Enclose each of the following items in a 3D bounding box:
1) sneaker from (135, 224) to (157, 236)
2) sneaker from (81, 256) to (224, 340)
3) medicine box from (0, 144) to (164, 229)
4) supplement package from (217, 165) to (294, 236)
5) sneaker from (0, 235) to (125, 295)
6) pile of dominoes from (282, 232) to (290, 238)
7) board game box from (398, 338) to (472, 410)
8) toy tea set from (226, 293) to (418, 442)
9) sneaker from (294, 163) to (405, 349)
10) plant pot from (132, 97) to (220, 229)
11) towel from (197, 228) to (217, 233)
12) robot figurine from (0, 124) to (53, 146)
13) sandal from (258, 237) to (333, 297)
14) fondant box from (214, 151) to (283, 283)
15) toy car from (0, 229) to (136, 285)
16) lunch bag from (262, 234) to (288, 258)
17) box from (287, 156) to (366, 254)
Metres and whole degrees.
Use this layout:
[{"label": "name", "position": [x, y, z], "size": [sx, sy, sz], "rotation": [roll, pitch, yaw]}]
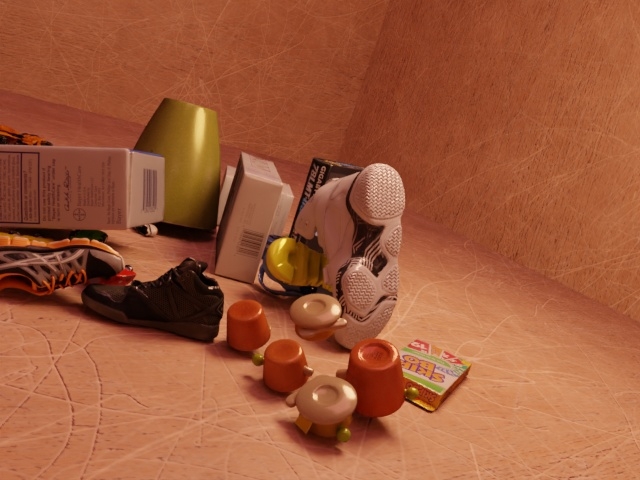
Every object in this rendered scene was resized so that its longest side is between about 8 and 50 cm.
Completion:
[{"label": "sneaker", "position": [-0.426, -0.035, 1.537], "size": [0.083, 0.032, 0.037], "rotation": [24, 13, 24]}, {"label": "sneaker", "position": [-0.265, 0.077, 1.060], "size": [0.227, 0.130, 0.087], "rotation": [14, 12, -11]}, {"label": "medicine box", "position": [-0.477, -0.105, 1.268], "size": [0.289, 0.149, 0.263], "rotation": [2, 5, -1]}, {"label": "supplement package", "position": [-0.202, -0.111, 1.924], "size": [0.203, 0.149, 0.194], "rotation": [16, 12, -11]}, {"label": "sneaker", "position": [-0.421, 0.047, 1.026], "size": [0.214, 0.084, 0.083], "rotation": [1, 57, -15]}, {"label": "pile of dominoes", "position": [0.000, 0.000, 2.003], "size": [0.196, 0.040, 0.251], "rotation": [22, 13, 16]}, {"label": "board game box", "position": [0.196, 0.248, 1.227], "size": [0.124, 0.039, 0.259], "rotation": [23, 16, 23]}, {"label": "toy tea set", "position": [-0.013, 0.198, 1.033], "size": [0.200, 0.124, 0.336], "rotation": [-24, 38, -27]}, {"label": "sneaker", "position": [0.051, 0.030, 1.324], "size": [0.137, 0.366, 0.210], "rotation": [14, -8, -37]}, {"label": "plant pot", "position": [-0.369, -0.205, 1.666], "size": [0.274, 0.294, 0.275], "rotation": [14, 5, -1]}, {"label": "towel", "position": [-0.312, -0.038, 1.771], "size": [0.060, 0.009, 0.083], "rotation": [15, 12, -13]}, {"label": "robot figurine", "position": [-0.884, -0.271, 1.766], "size": [0.291, 0.085, 0.211], "rotation": [17, 13, -6]}, {"label": "sandal", "position": [-0.011, 0.086, 1.444], "size": [0.317, 0.126, 0.138], "rotation": [25, -33, -30]}, {"label": "fondant box", "position": [-0.177, -0.066, 1.556], "size": [0.096, 0.238, 0.330], "rotation": [15, 13, -13]}, {"label": "toy car", "position": [-0.446, 0.025, 1.197], "size": [0.239, 0.053, 0.225], "rotation": [18, 12, -8]}, {"label": "lunch bag", "position": [-0.116, 0.018, 1.689], "size": [0.098, 0.065, 0.067], "rotation": [12, 14, -32]}, {"label": "box", "position": [0.043, -0.057, 1.717], "size": [0.073, 0.293, 0.295], "rotation": [25, 13, 33]}]
